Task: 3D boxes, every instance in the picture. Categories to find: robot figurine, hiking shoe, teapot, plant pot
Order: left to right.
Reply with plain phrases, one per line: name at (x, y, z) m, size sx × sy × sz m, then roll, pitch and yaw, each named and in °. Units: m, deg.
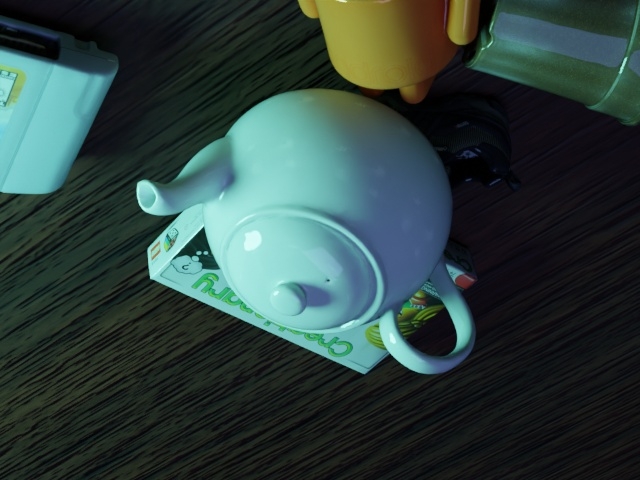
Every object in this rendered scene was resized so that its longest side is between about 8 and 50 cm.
teapot at (0.000, 0.000, 1.360) m, size 0.256 × 0.187 × 0.252 m, roll -2°, pitch 131°, yaw 20°
robot figurine at (0.058, -0.223, 1.296) m, size 0.128 × 0.158 × 0.219 m, roll -29°, pitch 137°, yaw -11°
hiking shoe at (0.083, -0.087, 1.448) m, size 0.227 × 0.114 × 0.086 m, roll -4°, pitch 135°, yaw -5°
plant pot at (0.222, -0.200, 1.331) m, size 0.165 × 0.167 × 0.167 m, roll 11°, pitch 133°, yaw -10°

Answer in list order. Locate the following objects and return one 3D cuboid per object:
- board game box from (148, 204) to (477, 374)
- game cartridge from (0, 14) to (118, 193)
board game box at (-0.007, 0.025, 1.592) m, size 0.305 × 0.053 × 0.193 m, roll 26°, pitch 126°, yaw -31°
game cartridge at (-0.359, -0.136, 1.363) m, size 0.297 × 0.062 × 0.198 m, roll 13°, pitch 132°, yaw -21°
